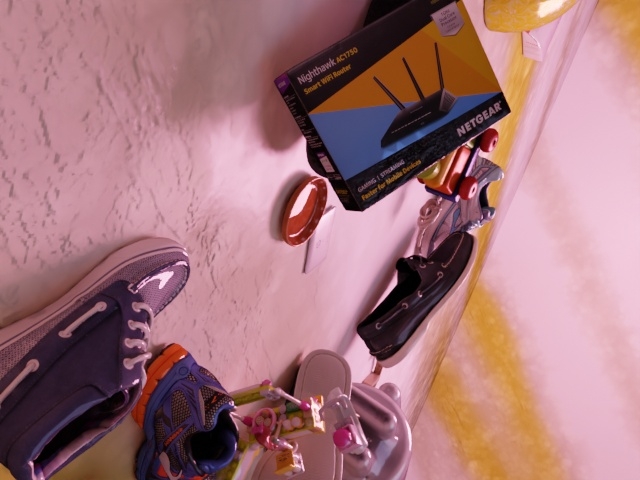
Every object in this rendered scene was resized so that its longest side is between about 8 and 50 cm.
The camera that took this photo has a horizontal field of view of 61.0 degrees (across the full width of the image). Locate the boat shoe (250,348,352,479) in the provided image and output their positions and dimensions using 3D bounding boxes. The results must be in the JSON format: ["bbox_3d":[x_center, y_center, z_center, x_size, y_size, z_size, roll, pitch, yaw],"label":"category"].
[{"bbox_3d":[-0.023,0.295,0.752,0.302,0.115,0.091,-62,172,-46],"label":"boat shoe"}]

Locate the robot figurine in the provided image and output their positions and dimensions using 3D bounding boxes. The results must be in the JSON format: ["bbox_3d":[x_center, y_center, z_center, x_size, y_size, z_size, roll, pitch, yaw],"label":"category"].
[{"bbox_3d":[0.057,0.389,0.977,0.300,0.200,0.353,-42,150,-28],"label":"robot figurine"}]

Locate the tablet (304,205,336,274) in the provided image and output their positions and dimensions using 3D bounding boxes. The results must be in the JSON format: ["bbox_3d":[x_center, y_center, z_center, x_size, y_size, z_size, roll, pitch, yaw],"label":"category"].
[{"bbox_3d":[0.000,0.000,0.694,0.054,0.006,0.083,-38,145,-49],"label":"tablet"}]

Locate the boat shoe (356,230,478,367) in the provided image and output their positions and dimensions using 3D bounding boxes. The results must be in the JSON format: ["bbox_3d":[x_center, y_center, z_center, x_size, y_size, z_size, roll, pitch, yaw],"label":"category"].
[{"bbox_3d":[0.188,0.086,1.082,0.340,0.113,0.127,-49,-171,-16],"label":"boat shoe"}]

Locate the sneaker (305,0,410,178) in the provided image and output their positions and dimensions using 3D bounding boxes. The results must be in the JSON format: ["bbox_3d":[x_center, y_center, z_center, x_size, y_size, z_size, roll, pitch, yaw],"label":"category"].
[{"bbox_3d":[0.067,-0.159,0.573,0.234,0.084,0.097,-62,161,-6],"label":"sneaker"}]

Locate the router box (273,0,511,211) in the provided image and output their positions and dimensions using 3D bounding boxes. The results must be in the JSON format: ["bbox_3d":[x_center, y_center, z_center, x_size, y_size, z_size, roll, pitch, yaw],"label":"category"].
[{"bbox_3d":[0.068,-0.127,0.483,0.179,0.046,0.133,-34,105,-14],"label":"router box"}]

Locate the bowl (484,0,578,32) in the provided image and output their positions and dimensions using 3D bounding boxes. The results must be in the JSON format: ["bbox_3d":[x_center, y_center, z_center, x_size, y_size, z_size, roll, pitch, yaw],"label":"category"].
[{"bbox_3d":[0.407,-0.482,0.908,0.289,0.156,0.289,-50,154,-35],"label":"bowl"}]

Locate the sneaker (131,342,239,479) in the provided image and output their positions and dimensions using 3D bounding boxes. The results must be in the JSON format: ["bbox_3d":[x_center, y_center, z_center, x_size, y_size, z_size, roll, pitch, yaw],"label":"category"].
[{"bbox_3d":[-0.123,0.199,0.517,0.083,0.087,0.221,-44,150,-40],"label":"sneaker"}]

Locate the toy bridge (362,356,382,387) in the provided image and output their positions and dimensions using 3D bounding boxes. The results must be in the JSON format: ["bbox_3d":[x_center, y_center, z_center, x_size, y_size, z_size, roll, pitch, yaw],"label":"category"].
[{"bbox_3d":[0.124,0.338,1.312,0.063,0.026,0.188,-25,136,-60],"label":"toy bridge"}]

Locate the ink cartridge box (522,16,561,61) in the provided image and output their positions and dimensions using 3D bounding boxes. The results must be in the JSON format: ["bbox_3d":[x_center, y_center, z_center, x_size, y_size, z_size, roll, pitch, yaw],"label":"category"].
[{"bbox_3d":[0.524,-0.546,1.247,0.188,0.066,0.232,-66,163,4],"label":"ink cartridge box"}]

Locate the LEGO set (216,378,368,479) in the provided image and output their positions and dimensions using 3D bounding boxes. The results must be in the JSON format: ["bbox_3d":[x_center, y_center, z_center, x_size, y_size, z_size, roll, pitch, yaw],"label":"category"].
[{"bbox_3d":[-0.094,0.251,0.627,0.287,0.132,0.107,-38,136,5],"label":"LEGO set"}]

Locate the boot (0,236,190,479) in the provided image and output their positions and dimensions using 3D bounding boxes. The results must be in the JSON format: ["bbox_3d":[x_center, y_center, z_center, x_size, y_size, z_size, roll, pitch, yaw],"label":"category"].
[{"bbox_3d":[-0.133,0.068,0.353,0.190,0.086,0.069,-42,149,-44],"label":"boot"}]

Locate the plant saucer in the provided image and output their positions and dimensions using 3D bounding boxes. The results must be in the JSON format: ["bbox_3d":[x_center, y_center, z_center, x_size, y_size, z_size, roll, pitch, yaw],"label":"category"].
[{"bbox_3d":[-0.019,-0.033,0.606,0.083,0.013,0.083,-49,153,-36],"label":"plant saucer"}]

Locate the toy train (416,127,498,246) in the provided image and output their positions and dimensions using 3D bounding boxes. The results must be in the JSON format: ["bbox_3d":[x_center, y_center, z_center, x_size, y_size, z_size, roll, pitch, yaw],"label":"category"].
[{"bbox_3d":[0.191,-0.107,0.904,0.143,0.105,0.247,11,103,-57],"label":"toy train"}]

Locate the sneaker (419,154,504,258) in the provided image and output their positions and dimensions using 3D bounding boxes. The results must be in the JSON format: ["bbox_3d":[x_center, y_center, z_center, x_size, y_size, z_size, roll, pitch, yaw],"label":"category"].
[{"bbox_3d":[0.305,-0.050,1.181,0.110,0.122,0.282,-28,138,-57],"label":"sneaker"}]
